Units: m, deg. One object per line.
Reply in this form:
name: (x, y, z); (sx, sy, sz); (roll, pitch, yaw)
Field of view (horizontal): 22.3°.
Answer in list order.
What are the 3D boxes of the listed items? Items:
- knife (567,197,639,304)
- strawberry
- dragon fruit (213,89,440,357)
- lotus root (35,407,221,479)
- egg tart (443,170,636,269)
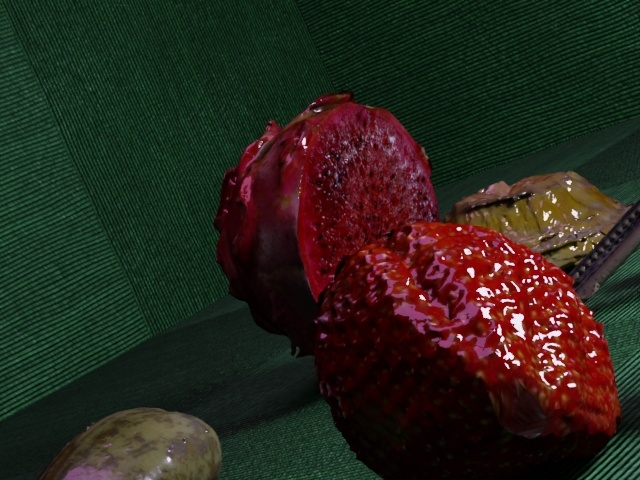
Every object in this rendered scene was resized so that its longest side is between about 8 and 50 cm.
knife: (0.377, -0.026, 1.896); (0.365, 0.043, 0.089); (-48, 13, 27)
strawberry: (0.124, 0.107, 1.399); (0.250, 0.238, 0.288); (-28, 15, -1)
dragon fruit: (0.000, 0.000, 2.236); (0.249, 0.386, 0.371); (-6, 47, 35)
lotus root: (-0.211, 0.277, 1.684); (0.173, 0.173, 0.309); (-21, 13, 32)
egg tart: (0.299, -0.016, 2.410); (0.352, 0.150, 0.352); (-20, 7, 3)
